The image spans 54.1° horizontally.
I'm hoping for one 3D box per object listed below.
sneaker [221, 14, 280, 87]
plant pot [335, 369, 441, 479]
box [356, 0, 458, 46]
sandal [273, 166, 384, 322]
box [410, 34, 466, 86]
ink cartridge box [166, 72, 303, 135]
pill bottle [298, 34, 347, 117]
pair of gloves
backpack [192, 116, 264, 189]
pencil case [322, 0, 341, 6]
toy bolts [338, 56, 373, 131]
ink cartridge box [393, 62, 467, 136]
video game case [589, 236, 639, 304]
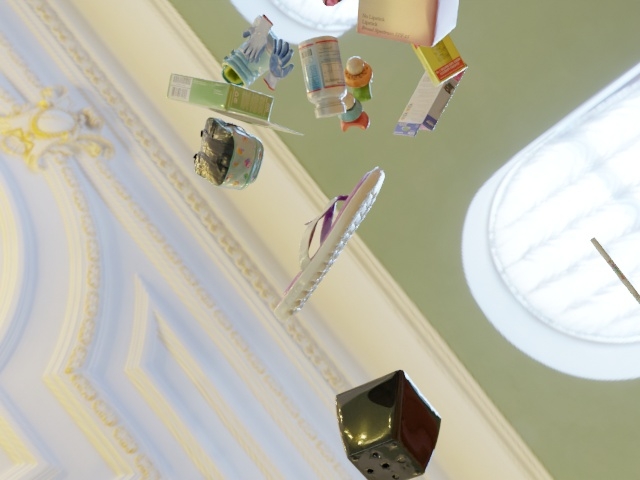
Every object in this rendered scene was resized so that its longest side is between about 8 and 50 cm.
[{"bbox_3d":[-0.226,-0.589,1.971,0.127,0.208,0.319,49,-168,-25],"label":"sneaker"},{"bbox_3d":[0.150,0.436,1.401,0.187,0.188,0.167,52,-156,-23],"label":"plant pot"},{"bbox_3d":[0.154,-0.467,1.053,0.148,0.233,0.127,19,-138,23],"label":"box"},{"bbox_3d":[-0.003,0.001,1.397,0.102,0.416,0.169,34,-169,6],"label":"sandal"},{"bbox_3d":[0.276,-0.517,1.603,0.232,0.087,0.058,60,-179,-4],"label":"box"},{"bbox_3d":[-0.158,-0.266,1.235,0.171,0.056,0.235,19,-171,36],"label":"ink cartridge box"},{"bbox_3d":[0.008,-0.345,1.329,0.087,0.087,0.160,-18,-79,-48],"label":"pill bottle"},{"bbox_3d":[-0.152,-0.531,1.761,0.023,0.159,0.198,-28,-106,-42],"label":"pair of gloves"},{"bbox_3d":[-0.228,-0.213,1.608,0.144,0.166,0.188,13,-165,-32],"label":"backpack"},{"bbox_3d":[0.013,-0.765,1.787,0.209,0.095,0.098,52,-159,-58],"label":"pencil case"},{"bbox_3d":[0.074,-0.496,2.119,0.158,0.218,0.229,55,-150,-59],"label":"toy bolts"},{"bbox_3d":[0.389,-0.502,2.253,0.065,0.311,0.186,30,180,-24],"label":"ink cartridge box"},{"bbox_3d":[0.473,0.052,0.985,0.087,0.011,0.122,18,-142,-53],"label":"video game case"}]
